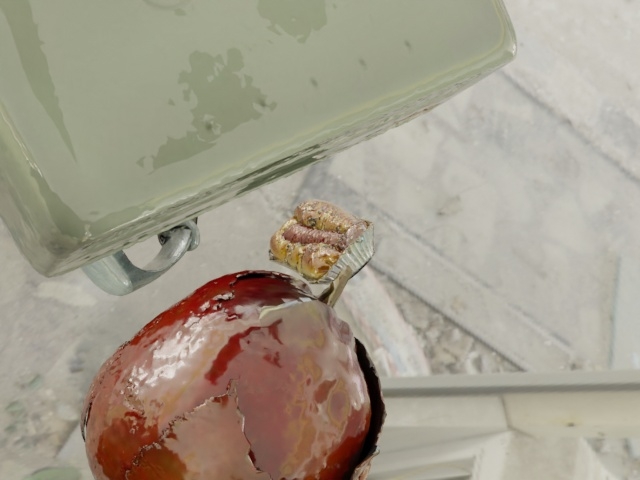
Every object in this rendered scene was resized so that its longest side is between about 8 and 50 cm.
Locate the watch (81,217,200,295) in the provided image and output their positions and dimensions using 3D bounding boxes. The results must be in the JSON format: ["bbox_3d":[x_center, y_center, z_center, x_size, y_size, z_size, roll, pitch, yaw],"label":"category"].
[{"bbox_3d":[-0.218,-0.048,1.045,0.206,0.068,0.193,57,46,-34],"label":"watch"}]

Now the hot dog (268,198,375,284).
[{"bbox_3d":[0.000,0.000,1.088,0.108,0.191,0.059,-43,115,-10],"label":"hot dog"}]

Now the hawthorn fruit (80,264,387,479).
[{"bbox_3d":[-0.034,0.084,0.459,0.148,0.148,0.172,43,79,-13],"label":"hawthorn fruit"}]

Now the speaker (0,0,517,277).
[{"bbox_3d":[-0.060,-0.136,0.660,0.406,0.183,0.184,-26,90,-26],"label":"speaker"}]
